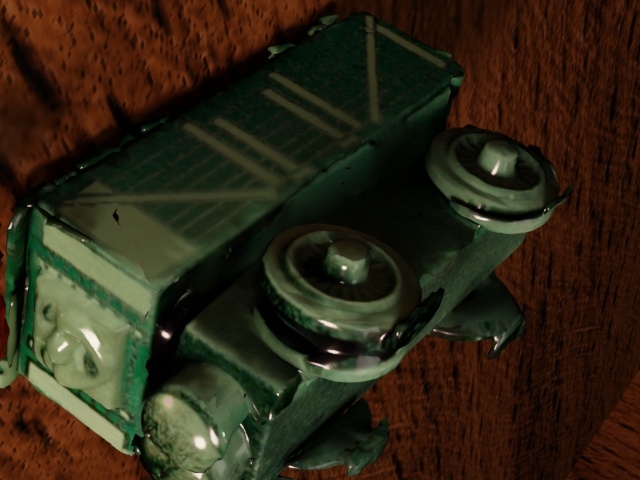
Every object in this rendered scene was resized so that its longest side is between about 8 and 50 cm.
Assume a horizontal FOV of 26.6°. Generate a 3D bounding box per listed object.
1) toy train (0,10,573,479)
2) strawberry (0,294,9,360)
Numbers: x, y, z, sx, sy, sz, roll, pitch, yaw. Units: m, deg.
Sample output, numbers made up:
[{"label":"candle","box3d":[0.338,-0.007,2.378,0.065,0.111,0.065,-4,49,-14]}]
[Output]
[{"label":"toy train","box3d":[0.000,0.000,0.571,0.269,0.154,0.115,-37,152,-43]},{"label":"strawberry","box3d":[-0.132,0.019,0.403,0.073,0.083,0.073,-39,144,-37]}]
